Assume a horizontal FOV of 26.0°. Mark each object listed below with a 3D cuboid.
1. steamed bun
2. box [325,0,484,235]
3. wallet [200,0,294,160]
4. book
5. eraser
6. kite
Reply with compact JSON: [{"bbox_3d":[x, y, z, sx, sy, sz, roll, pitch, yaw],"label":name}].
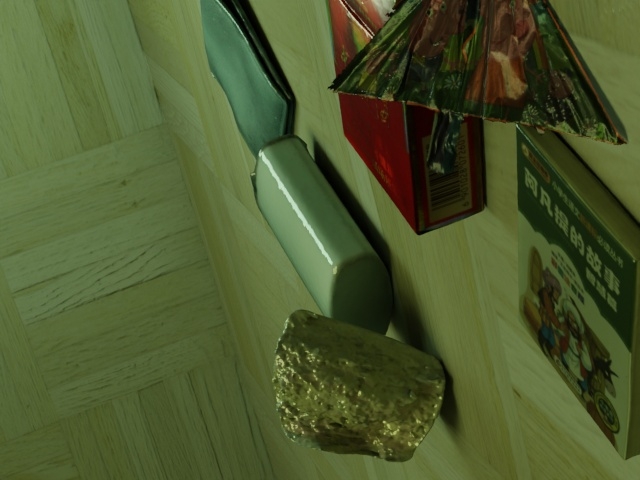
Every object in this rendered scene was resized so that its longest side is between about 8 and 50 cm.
[{"bbox_3d":[0.050,0.208,1.855,0.200,0.225,0.170,79,-152,-70],"label":"steamed bun"},{"bbox_3d":[0.080,-0.187,1.403,0.197,0.089,0.313,-121,17,-46],"label":"box"},{"bbox_3d":[-0.122,-0.270,2.223,0.251,0.054,0.290,94,152,-65],"label":"wallet"},{"bbox_3d":[0.234,0.045,1.248,0.264,0.027,0.202,82,164,-44],"label":"book"},{"bbox_3d":[0.000,0.000,2.012,0.189,0.104,0.290,86,159,-44],"label":"eraser"},{"bbox_3d":[0.132,-0.169,1.182,0.321,0.016,0.234,16,99,41],"label":"kite"}]
